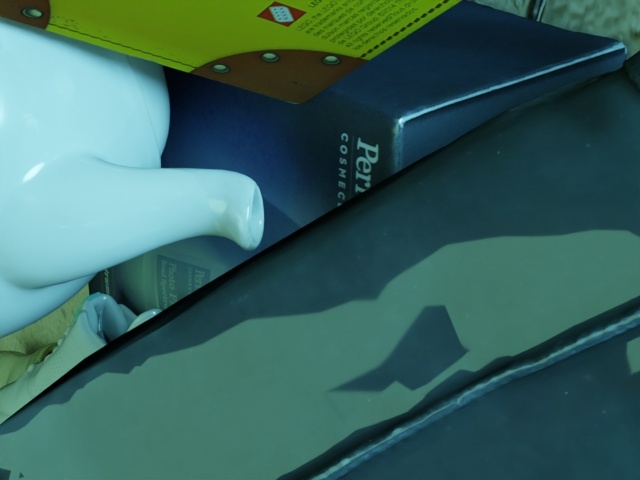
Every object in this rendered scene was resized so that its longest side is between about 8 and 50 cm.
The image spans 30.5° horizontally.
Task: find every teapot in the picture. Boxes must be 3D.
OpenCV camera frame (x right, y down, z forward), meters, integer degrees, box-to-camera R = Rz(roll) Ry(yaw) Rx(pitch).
[{"bbox_3d":[-0.162,-0.083,0.589,0.256,0.187,0.252,65,165,-6],"label":"teapot"}]

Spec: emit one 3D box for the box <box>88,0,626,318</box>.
[{"bbox_3d":[0.000,0.000,0.715,0.294,0.182,0.296,27,127,41],"label":"box"}]

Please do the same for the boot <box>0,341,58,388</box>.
[{"bbox_3d":[-0.285,0.239,1.276,0.203,0.095,0.262,-15,91,53],"label":"boot"}]

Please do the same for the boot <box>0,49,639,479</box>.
[{"bbox_3d":[0.119,0.124,0.462,0.445,0.146,0.367,-30,80,18],"label":"boot"}]

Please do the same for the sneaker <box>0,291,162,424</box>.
[{"bbox_3d":[-0.145,0.081,0.739,0.212,0.080,0.094,-9,90,48],"label":"sneaker"}]

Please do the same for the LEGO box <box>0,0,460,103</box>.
[{"bbox_3d":[0.053,-0.313,0.358,0.500,0.193,0.373,-25,58,54],"label":"LEGO box"}]
